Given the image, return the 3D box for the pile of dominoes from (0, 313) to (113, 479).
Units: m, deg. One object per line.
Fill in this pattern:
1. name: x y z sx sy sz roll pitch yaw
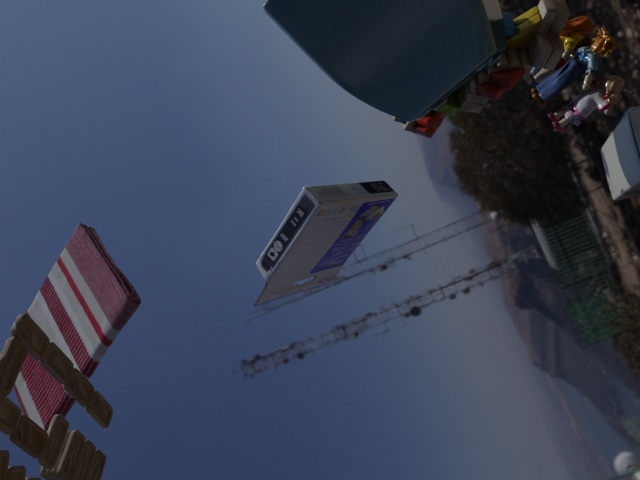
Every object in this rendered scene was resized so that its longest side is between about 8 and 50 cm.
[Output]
1. pile of dominoes: -0.325 0.234 0.693 0.251 0.040 0.196 75 -165 -46

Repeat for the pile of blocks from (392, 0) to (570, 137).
1. pile of blocks: 0.268 -0.294 1.079 0.149 0.362 0.113 28 -135 -35

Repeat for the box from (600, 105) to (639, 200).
1. box: 0.480 -0.125 0.862 0.275 0.113 0.094 5 -107 -70

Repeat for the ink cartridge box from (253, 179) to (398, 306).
1. ink cartridge box: 0.000 0.000 0.934 0.045 0.208 0.206 47 -148 22

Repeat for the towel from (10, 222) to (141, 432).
1. towel: -0.454 0.163 1.089 0.037 0.329 0.237 20 -160 -51

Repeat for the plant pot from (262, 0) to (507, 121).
1. plant pot: 0.126 -0.316 0.859 0.252 0.247 0.248 51 -150 -1

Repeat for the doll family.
1. doll family: 0.472 -0.335 1.150 0.118 0.163 0.263 34 -146 -29
